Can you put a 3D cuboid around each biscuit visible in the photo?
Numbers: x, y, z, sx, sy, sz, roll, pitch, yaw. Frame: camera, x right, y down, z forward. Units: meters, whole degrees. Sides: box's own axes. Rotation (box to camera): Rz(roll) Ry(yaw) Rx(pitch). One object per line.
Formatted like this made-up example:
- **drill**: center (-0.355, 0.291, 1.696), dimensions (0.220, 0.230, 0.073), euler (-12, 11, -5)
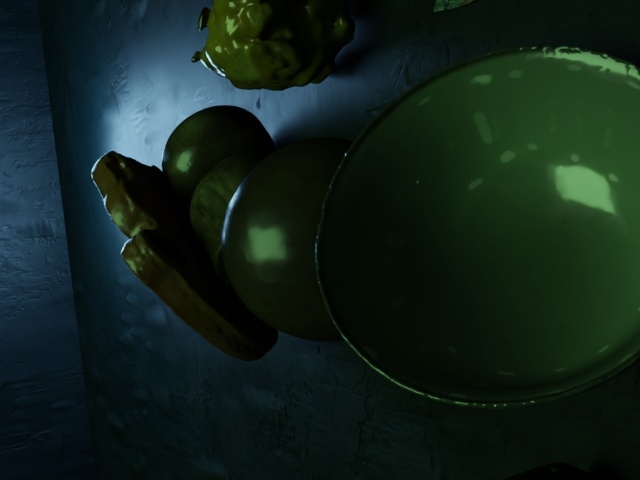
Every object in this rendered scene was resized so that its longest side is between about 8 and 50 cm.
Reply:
- **biscuit**: center (-0.202, 0.016, 1.601), dimensions (0.350, 0.078, 0.455), euler (45, -173, -41)

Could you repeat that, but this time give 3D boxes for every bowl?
- **bowl**: center (0.177, 0.009, 0.885), dimensions (0.157, 0.337, 0.337), euler (50, -171, -53)

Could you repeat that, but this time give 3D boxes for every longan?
- **longan**: center (0.000, 0.000, 1.214), dimensions (0.258, 0.258, 0.258), euler (28, 121, 60)

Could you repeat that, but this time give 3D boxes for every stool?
- **stool**: center (-0.115, -0.059, 1.518), dimensions (0.264, 0.179, 0.179), euler (-123, 36, -44)

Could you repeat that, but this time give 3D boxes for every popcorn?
- **popcorn**: center (-0.057, -0.290, 1.332), dimensions (0.253, 0.191, 0.190), euler (-175, 93, -73)

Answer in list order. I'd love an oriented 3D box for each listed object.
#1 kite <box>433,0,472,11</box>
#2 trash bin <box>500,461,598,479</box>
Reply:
- **kite**: center (0.144, -0.309, 1.107), dimensions (0.152, 0.005, 0.137), euler (62, 145, 38)
- **trash bin**: center (0.228, 0.342, 0.885), dimensions (0.250, 0.220, 0.219), euler (23, 119, 54)
